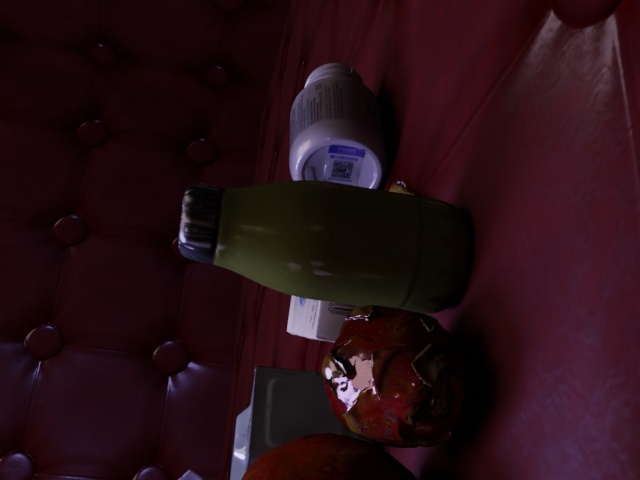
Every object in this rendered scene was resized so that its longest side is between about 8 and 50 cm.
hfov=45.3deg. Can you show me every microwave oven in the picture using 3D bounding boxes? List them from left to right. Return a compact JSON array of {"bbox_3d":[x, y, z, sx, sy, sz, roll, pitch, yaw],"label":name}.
[{"bbox_3d":[-0.027,0.256,0.958,0.208,0.162,0.122,104,170,-52],"label":"microwave oven"}]

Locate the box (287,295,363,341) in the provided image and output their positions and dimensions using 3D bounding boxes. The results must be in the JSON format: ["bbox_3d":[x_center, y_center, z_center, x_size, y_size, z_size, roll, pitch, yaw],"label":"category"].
[{"bbox_3d":[0.011,0.070,1.170,0.256,0.069,0.164,158,121,-78],"label":"box"}]

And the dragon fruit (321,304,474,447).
[{"bbox_3d":[0.057,0.136,0.698,0.246,0.126,0.125,103,169,-64],"label":"dragon fruit"}]

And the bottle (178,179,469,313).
[{"bbox_3d":[0.000,0.000,0.714,0.112,0.260,0.112,-172,90,-80],"label":"bottle"}]

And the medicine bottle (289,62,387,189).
[{"bbox_3d":[0.023,-0.161,1.104,0.215,0.135,0.135,-92,14,-47],"label":"medicine bottle"}]

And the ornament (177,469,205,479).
[{"bbox_3d":[-0.219,0.588,1.278,0.240,0.240,0.239,-34,-34,-50],"label":"ornament"}]

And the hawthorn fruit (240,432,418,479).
[{"bbox_3d":[0.004,0.272,0.680,0.253,0.205,0.205,114,163,-79],"label":"hawthorn fruit"}]

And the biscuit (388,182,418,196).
[{"bbox_3d":[0.093,0.011,0.899,0.203,0.016,0.144,-114,35,-74],"label":"biscuit"}]
